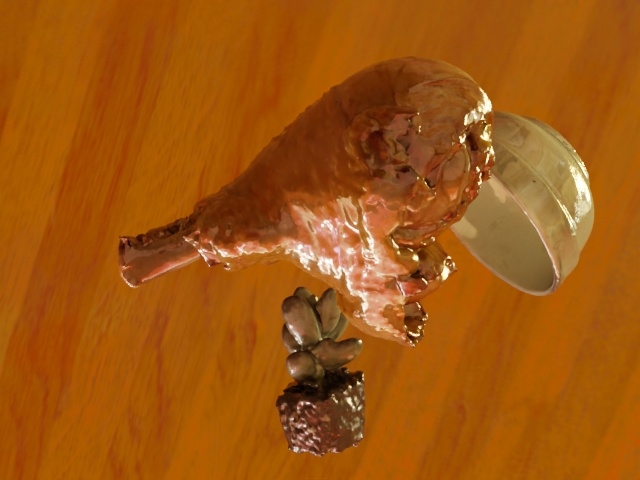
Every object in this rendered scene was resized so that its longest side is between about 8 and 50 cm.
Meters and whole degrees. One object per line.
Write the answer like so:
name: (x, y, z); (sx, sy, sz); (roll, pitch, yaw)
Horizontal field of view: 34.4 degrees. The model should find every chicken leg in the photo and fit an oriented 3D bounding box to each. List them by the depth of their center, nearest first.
chicken leg: (0.000, 0.000, 1.035); (0.409, 0.182, 0.295); (-20, 117, 12)

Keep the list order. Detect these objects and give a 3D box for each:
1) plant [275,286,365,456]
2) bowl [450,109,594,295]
plant: (-0.001, 0.214, 1.721); (0.149, 0.146, 0.275); (-1, 93, 30)
bowl: (0.301, -0.078, 1.596); (0.163, 0.307, 0.307); (-42, 105, -13)
